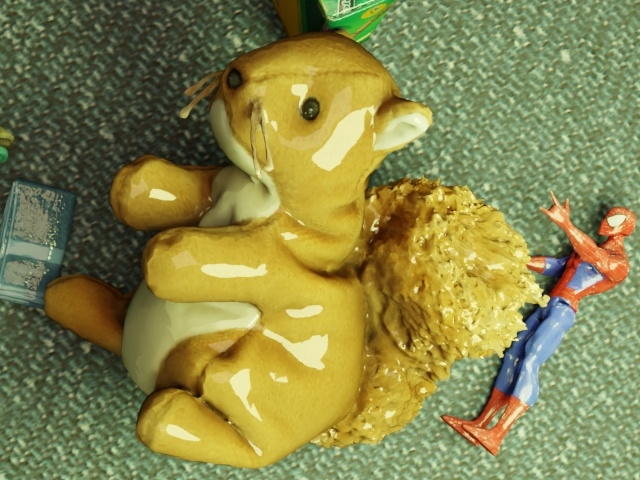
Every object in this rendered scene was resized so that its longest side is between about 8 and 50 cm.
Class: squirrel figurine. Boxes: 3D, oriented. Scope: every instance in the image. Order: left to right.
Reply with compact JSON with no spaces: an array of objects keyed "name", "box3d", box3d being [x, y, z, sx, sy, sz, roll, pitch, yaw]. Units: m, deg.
[{"name":"squirrel figurine","box3d":[0.000,0.000,1.784,0.397,0.281,0.370,17,106,-27]}]

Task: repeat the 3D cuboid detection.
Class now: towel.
[{"name":"towel","box3d":[-0.277,0.003,1.878,0.067,0.029,0.119,14,86,-11]}]

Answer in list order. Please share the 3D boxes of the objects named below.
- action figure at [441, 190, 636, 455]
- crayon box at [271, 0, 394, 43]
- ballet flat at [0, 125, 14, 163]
[{"name":"action figure","box3d":[0.203,0.059,1.939,0.139,0.091,0.280,42,82,-17]},{"name":"crayon box","box3d":[-0.027,-0.322,1.845,0.081,0.165,0.278,-23,85,-12]},{"name":"ballet flat","box3d":[-0.464,-0.096,1.807,0.349,0.123,0.123,-13,92,-11]}]
